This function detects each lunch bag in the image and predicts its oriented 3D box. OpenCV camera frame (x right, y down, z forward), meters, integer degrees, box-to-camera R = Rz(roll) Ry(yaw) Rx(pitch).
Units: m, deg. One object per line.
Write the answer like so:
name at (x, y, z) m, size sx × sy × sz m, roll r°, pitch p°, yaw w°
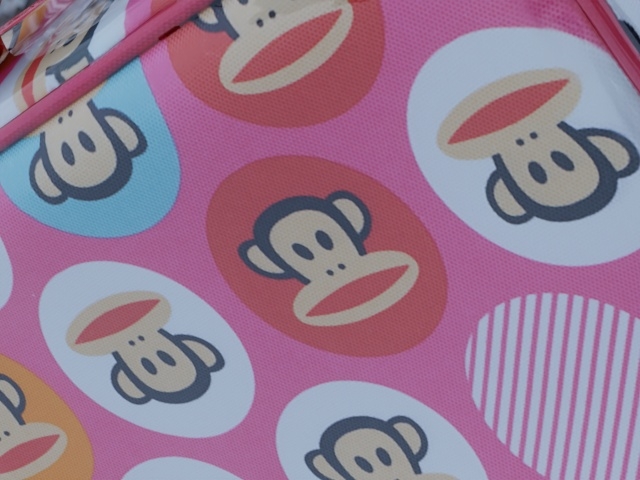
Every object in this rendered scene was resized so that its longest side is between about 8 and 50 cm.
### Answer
lunch bag at (0.000, 0.000, 0.534) m, size 0.258 × 0.293 × 0.120 m, roll 48°, pitch -138°, yaw -20°
